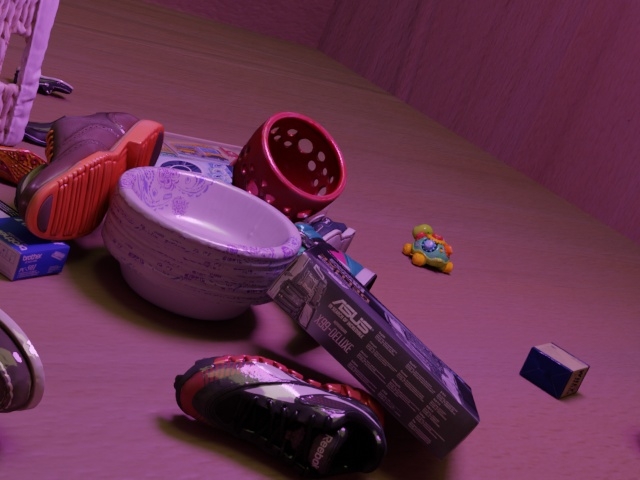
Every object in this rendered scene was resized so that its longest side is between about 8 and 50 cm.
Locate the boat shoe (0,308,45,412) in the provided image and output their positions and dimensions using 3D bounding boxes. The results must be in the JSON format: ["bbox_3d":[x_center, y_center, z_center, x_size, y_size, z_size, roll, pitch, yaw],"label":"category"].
[{"bbox_3d":[-0.426,0.095,1.162,0.324,0.117,0.096,27,21,26],"label":"boat shoe"}]

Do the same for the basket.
[{"bbox_3d":[-0.662,-0.371,1.920,0.331,0.328,0.266,35,25,33],"label":"basket"}]

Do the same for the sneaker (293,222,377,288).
[{"bbox_3d":[-0.024,0.055,1.772,0.178,0.124,0.295,31,11,10],"label":"sneaker"}]

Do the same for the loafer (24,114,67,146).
[{"bbox_3d":[-0.485,-0.206,2.084,0.170,0.061,0.062,9,23,-37],"label":"loafer"}]

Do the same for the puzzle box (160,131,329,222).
[{"bbox_3d":[-0.209,-0.137,2.248,0.409,0.052,0.272,8,22,-41],"label":"puzzle box"}]

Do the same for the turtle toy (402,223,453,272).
[{"bbox_3d":[0.225,0.012,2.331,0.095,0.066,0.130,14,19,-27],"label":"turtle toy"}]

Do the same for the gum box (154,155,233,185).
[{"bbox_3d":[-0.247,-0.089,1.947,0.184,0.041,0.157,7,32,-7],"label":"gum box"}]

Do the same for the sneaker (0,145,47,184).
[{"bbox_3d":[-0.518,-0.131,1.817,0.175,0.064,0.067,18,7,-26],"label":"sneaker"}]

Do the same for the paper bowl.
[{"bbox_3d":[-0.181,0.014,1.651,0.284,0.148,0.284,19,17,-6],"label":"paper bowl"}]

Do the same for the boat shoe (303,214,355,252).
[{"bbox_3d":[0.000,0.000,2.028,0.079,0.095,0.254,27,16,9],"label":"boat shoe"}]

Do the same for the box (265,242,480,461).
[{"bbox_3d":[0.072,0.138,1.491,0.307,0.076,0.242,44,5,3],"label":"box"}]

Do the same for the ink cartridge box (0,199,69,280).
[{"bbox_3d":[-0.460,-0.017,1.566,0.207,0.046,0.097,31,19,23],"label":"ink cartridge box"}]

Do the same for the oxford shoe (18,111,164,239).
[{"bbox_3d":[-0.362,-0.103,1.649,0.132,0.130,0.364,23,24,8],"label":"oxford shoe"}]

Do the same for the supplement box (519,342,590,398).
[{"bbox_3d":[0.405,0.224,1.936,0.083,0.056,0.083,33,20,30],"label":"supplement box"}]

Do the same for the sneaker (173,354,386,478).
[{"bbox_3d":[-0.037,0.212,1.325,0.276,0.098,0.135,18,15,-20],"label":"sneaker"}]

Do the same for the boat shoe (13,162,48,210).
[{"bbox_3d":[-0.400,-0.070,1.769,0.112,0.095,0.335,48,21,-5],"label":"boat shoe"}]

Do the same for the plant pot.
[{"bbox_3d":[-0.076,-0.116,2.075,0.191,0.174,0.191,24,49,-31],"label":"plant pot"}]

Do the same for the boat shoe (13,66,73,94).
[{"bbox_3d":[-0.587,-0.329,2.371,0.125,0.038,0.046,19,-15,-26],"label":"boat shoe"}]
